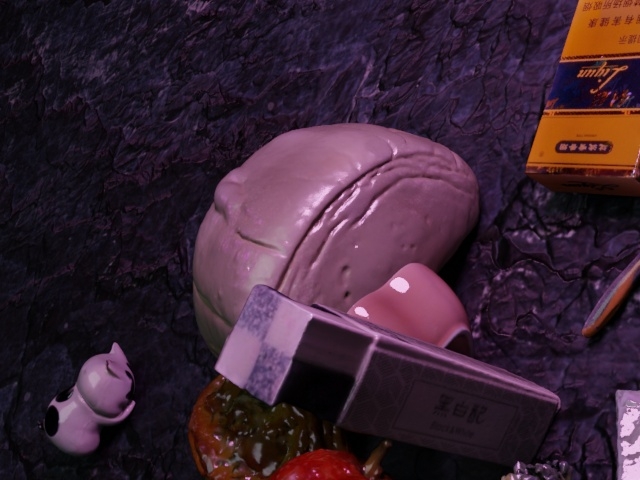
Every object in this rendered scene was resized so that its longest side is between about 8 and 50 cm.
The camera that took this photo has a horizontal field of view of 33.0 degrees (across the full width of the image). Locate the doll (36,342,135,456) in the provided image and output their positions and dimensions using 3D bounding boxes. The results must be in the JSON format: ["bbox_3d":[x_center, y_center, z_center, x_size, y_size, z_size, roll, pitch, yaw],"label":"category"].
[{"bbox_3d":[-0.368,0.263,1.750,0.181,0.107,0.110,-47,20,10],"label":"doll"}]

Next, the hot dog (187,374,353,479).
[{"bbox_3d":[-0.070,0.243,1.410,0.196,0.122,0.272,-37,43,3],"label":"hot dog"}]

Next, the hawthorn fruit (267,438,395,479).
[{"bbox_3d":[0.017,0.331,1.215,0.253,0.205,0.205,-54,39,0],"label":"hawthorn fruit"}]

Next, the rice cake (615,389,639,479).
[{"bbox_3d":[0.308,0.230,1.005,0.069,0.063,0.206,2,49,11],"label":"rice cake"}]

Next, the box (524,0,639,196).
[{"bbox_3d":[0.341,-0.170,1.230,0.152,0.070,0.237,8,74,50],"label":"box"}]

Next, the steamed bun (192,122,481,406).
[{"bbox_3d":[0.000,-0.005,1.314,0.383,0.236,0.247,-49,32,-15],"label":"steamed bun"}]

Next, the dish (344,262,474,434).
[{"bbox_3d":[0.104,0.139,1.226,0.090,0.213,0.213,30,93,34],"label":"dish"}]

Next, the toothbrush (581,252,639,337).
[{"bbox_3d":[0.379,-0.022,1.138,0.321,0.023,0.031,-55,33,9],"label":"toothbrush"}]

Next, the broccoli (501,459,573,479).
[{"bbox_3d":[0.246,0.355,1.003,0.145,0.165,0.304,-29,57,-7],"label":"broccoli"}]

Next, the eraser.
[{"bbox_3d":[0.084,0.145,1.069,0.098,0.404,0.096,26,93,47],"label":"eraser"}]
